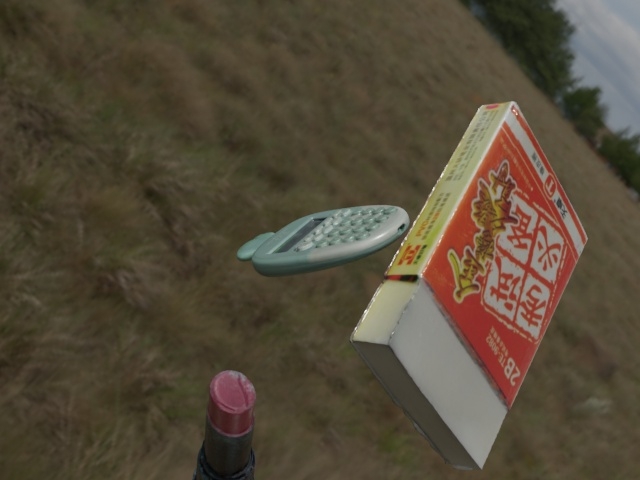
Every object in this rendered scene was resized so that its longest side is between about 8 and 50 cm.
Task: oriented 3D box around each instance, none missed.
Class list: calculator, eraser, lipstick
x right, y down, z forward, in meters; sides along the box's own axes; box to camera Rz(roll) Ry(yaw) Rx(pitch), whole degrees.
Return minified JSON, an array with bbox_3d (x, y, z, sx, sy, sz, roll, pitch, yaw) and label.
[{"bbox_3d":[0.000,0.000,0.828,0.095,0.153,0.021,-41,114,-48],"label":"calculator"},{"bbox_3d":[0.120,0.032,0.788,0.038,0.230,0.157,2,-40,42],"label":"eraser"},{"bbox_3d":[-0.071,0.155,0.767,0.053,0.053,0.234,54,-24,27],"label":"lipstick"}]
